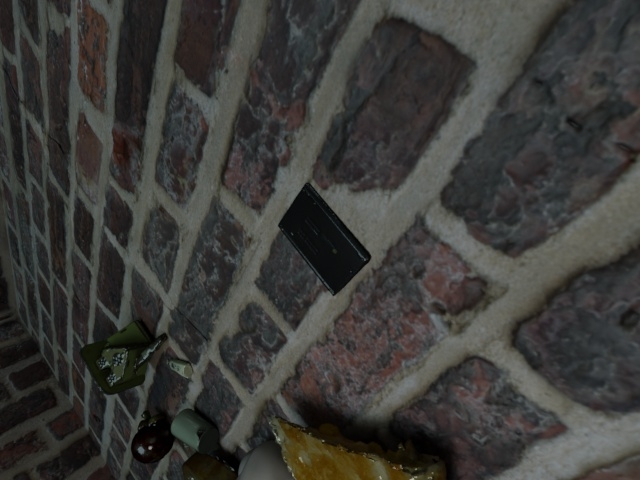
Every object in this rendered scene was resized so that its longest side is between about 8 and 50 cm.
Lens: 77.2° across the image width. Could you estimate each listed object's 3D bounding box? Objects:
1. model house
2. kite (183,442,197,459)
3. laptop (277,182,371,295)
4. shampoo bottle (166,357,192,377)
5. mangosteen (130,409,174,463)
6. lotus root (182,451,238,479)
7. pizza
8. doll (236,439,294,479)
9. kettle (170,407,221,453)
[{"bbox_3d":[-0.679,0.375,1.459,0.278,0.205,0.218,-46,75,12],"label":"model house"},{"bbox_3d":[-0.506,0.810,1.565,0.127,0.016,0.229,2,111,38],"label":"kite"},{"bbox_3d":[0.000,0.000,0.783,0.197,0.016,0.135,50,131,15],"label":"laptop"},{"bbox_3d":[-0.490,0.434,1.383,0.141,0.034,0.048,0,112,43],"label":"shampoo bottle"},{"bbox_3d":[-0.673,0.791,1.606,0.173,0.173,0.183,-7,83,43],"label":"mangosteen"},{"bbox_3d":[-0.329,0.884,1.354,0.374,0.111,0.390,56,134,4],"label":"lotus root"},{"bbox_3d":[0.089,0.570,0.862,0.435,0.080,0.391,-5,104,43],"label":"pizza"},{"bbox_3d":[-0.139,0.621,1.056,0.221,0.221,0.250,20,123,35],"label":"doll"},{"bbox_3d":[-0.427,0.665,1.378,0.148,0.098,0.126,12,109,34],"label":"kettle"}]
